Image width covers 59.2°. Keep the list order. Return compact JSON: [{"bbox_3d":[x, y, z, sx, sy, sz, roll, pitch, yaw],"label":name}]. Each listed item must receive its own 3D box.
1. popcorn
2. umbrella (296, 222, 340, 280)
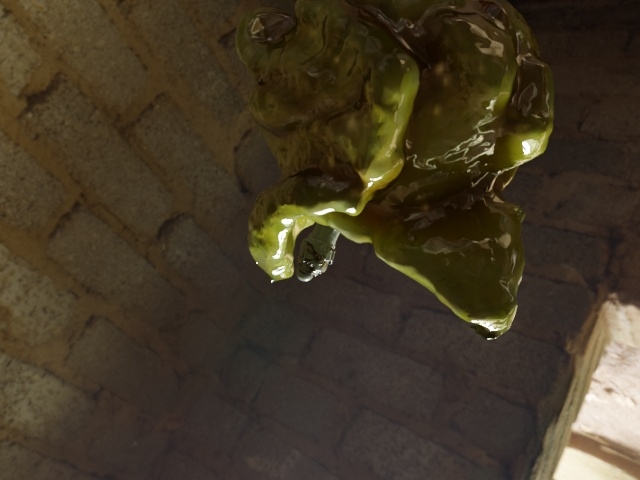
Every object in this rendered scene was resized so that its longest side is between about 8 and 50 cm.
[{"bbox_3d":[0.046,-0.092,0.526,0.290,0.326,0.321,50,-165,-33],"label":"popcorn"},{"bbox_3d":[0.000,0.000,0.869,0.062,0.143,0.067,13,-159,-37],"label":"umbrella"}]
